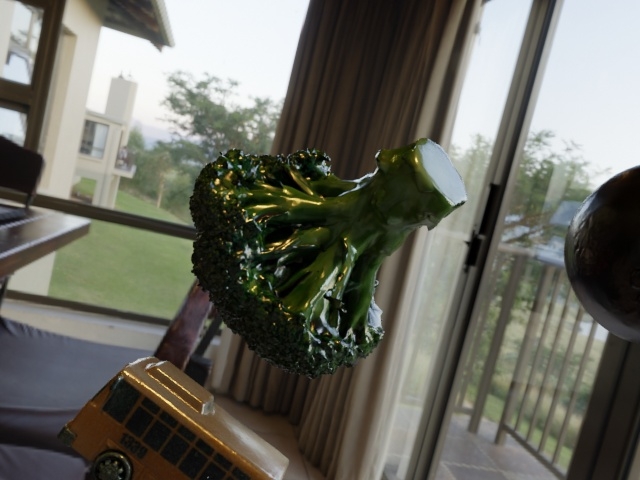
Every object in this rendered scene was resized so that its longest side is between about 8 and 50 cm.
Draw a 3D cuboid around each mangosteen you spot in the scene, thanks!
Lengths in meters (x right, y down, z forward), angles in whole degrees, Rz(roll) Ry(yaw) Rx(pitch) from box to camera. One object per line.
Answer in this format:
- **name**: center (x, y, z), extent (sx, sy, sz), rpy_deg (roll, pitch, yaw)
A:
- **mangosteen**: center (0.544, 0.013, 0.865), extent (0.314, 0.296, 0.297), rpy_deg (-30, 26, -23)

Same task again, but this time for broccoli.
- **broccoli**: center (0.000, 0.000, 0.616), extent (0.297, 0.297, 0.298), rpy_deg (-35, -23, 30)

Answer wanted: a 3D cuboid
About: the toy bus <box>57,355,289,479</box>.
- **toy bus**: center (-0.125, 0.186, 0.507), extent (0.182, 0.103, 0.091), rpy_deg (36, -1, 5)
